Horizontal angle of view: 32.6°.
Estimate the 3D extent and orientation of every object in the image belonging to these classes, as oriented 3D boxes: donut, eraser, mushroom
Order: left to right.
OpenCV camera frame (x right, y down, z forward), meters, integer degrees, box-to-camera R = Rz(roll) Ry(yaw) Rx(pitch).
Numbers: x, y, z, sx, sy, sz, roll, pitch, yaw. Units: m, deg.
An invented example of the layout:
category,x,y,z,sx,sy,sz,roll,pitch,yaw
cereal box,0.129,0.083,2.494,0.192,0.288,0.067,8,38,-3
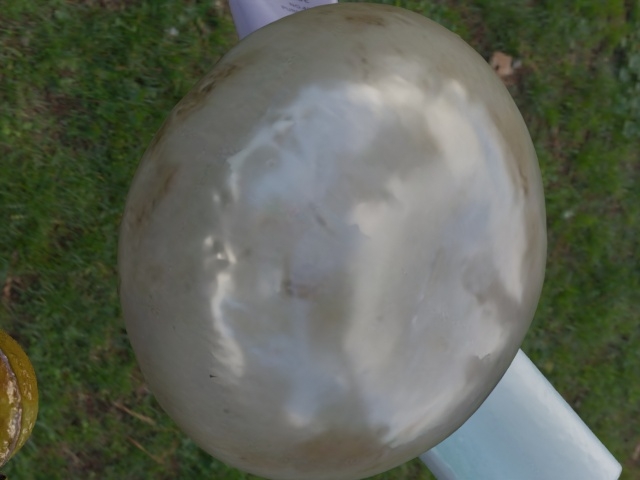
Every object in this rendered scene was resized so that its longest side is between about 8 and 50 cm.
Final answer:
category,x,y,z,sx,sy,sz,roll,pitch,yaw
donut,-0.297,0.126,0.879,0.058,0.152,0.152,-8,113,-75
mushroom,0.000,0.000,0.841,0.362,0.294,0.362,-18,117,-40
eraser,0.215,0.233,1.361,0.189,0.104,0.290,-38,85,-25

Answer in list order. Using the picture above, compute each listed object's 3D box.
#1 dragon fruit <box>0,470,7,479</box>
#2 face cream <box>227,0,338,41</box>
category,x,y,z,sx,sy,sz,roll,pitch,yaw
dragon fruit,-0.294,0.255,0.968,0.116,0.081,0.086,59,27,-30
face cream,-0.024,-0.192,1.135,0.154,0.274,0.096,6,144,-30
